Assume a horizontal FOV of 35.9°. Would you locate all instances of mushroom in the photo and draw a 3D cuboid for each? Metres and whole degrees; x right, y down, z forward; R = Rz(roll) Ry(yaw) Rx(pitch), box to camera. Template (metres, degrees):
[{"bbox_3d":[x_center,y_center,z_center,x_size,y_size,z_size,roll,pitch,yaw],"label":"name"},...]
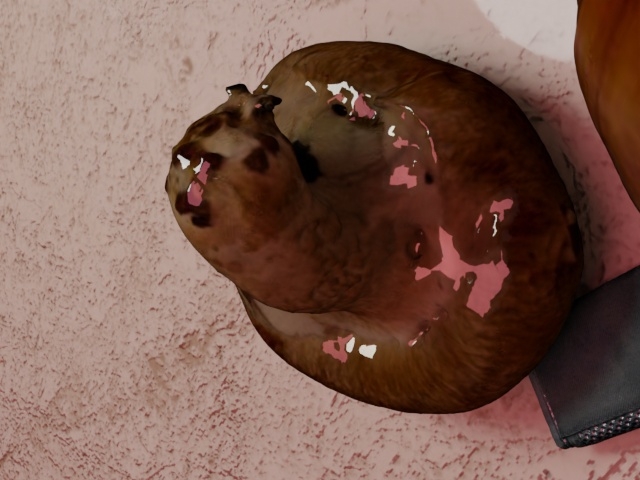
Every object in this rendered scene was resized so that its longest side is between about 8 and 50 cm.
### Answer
[{"bbox_3d":[0.014,-0.006,0.656,0.267,0.254,0.267,177,90,-73],"label":"mushroom"}]

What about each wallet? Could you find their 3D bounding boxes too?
[{"bbox_3d":[0.185,0.073,0.613,0.129,0.026,0.088,-38,61,44],"label":"wallet"}]

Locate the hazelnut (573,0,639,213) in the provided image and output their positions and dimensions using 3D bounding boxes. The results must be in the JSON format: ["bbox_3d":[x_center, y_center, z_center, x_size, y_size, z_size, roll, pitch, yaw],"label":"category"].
[{"bbox_3d":[0.213,-0.101,0.462,0.186,0.210,0.210,-28,78,20],"label":"hazelnut"}]
